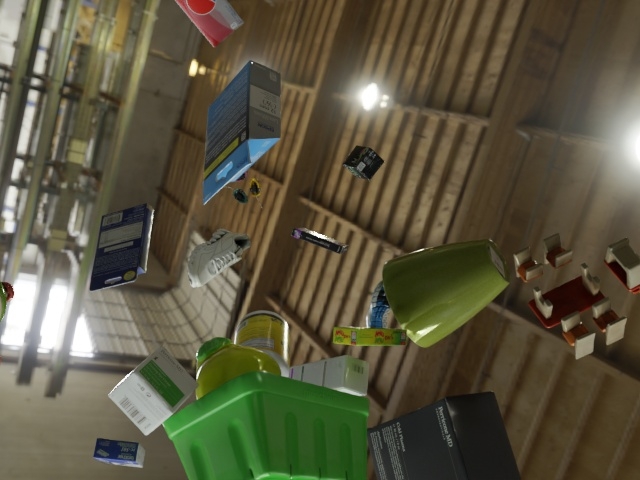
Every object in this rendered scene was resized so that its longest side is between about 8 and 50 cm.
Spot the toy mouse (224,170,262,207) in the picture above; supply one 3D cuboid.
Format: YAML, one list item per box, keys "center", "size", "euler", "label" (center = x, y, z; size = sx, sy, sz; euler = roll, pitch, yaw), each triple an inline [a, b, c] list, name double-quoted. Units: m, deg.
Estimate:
- center: [-0.256, -0.183, 2.311]
  size: [0.143, 0.031, 0.161]
  euler: [-4, -80, 32]
  label: "toy mouse"

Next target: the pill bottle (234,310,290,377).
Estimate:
- center: [-0.192, 0.390, 2.263]
  size: [0.334, 0.187, 0.188]
  euler: [-95, -153, -62]
  label: "pill bottle"

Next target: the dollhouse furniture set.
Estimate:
- center: [0.604, 0.113, 1.577]
  size: [0.135, 0.259, 0.262]
  euler: [66, -2, -50]
  label: "dollhouse furniture set"

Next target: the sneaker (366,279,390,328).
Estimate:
- center: [0.162, 0.199, 1.999]
  size: [0.083, 0.071, 0.191]
  euler: [-148, -109, -74]
  label: "sneaker"

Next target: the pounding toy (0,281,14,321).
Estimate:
- center: [-0.810, 0.130, 1.620]
  size: [0.236, 0.183, 0.110]
  euler: [-31, -172, 18]
  label: "pounding toy"

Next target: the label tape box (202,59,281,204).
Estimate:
- center: [-0.219, -0.286, 1.940]
  size: [0.249, 0.115, 0.348]
  euler: [-35, -131, 44]
  label: "label tape box"

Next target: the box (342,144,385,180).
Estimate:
- center: [0.101, -0.185, 1.654]
  size: [0.062, 0.052, 0.083]
  euler: [-51, -157, -3]
  label: "box"

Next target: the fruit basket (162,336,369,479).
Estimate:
- center: [-0.112, 0.318, 1.347]
  size: [0.283, 0.392, 0.392]
  euler: [-33, -132, 25]
  label: "fruit basket"

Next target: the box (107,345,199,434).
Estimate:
- center: [-0.292, 0.262, 1.220]
  size: [0.102, 0.101, 0.087]
  euler: [-41, -177, 34]
  label: "box"

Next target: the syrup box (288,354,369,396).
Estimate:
- center: [0.018, 0.393, 1.955]
  size: [0.237, 0.093, 0.096]
  euler: [-20, -126, 43]
  label: "syrup box"

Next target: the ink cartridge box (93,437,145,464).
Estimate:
- center: [-0.474, 0.506, 1.653]
  size: [0.207, 0.097, 0.046]
  euler: [113, -16, -67]
  label: "ink cartridge box"

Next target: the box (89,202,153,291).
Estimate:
- center: [-0.482, 0.022, 1.691]
  size: [0.136, 0.036, 0.225]
  euler: [-13, -127, 17]
  label: "box"

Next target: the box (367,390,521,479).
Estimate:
- center: [0.303, 0.576, 1.675]
  size: [0.312, 0.179, 0.343]
  euler: [-38, -122, 47]
  label: "box"

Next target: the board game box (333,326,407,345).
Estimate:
- center: [0.130, 0.249, 1.811]
  size: [0.092, 0.181, 0.043]
  euler: [-3, -98, 49]
  label: "board game box"

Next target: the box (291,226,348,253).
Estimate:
- center: [0.000, 0.000, 2.126]
  size: [0.116, 0.162, 0.029]
  euler: [-12, 121, -78]
  label: "box"

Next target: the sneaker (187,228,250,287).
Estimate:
- center: [-0.321, 0.050, 2.202]
  size: [0.292, 0.118, 0.110]
  euler: [-55, 142, -53]
  label: "sneaker"

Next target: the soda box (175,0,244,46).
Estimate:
- center: [-0.270, -0.518, 1.383]
  size: [0.083, 0.263, 0.092]
  euler: [-39, -150, 5]
  label: "soda box"

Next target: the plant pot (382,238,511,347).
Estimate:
- center: [0.371, 0.120, 1.957]
  size: [0.293, 0.274, 0.275]
  euler: [-28, -128, 26]
  label: "plant pot"
